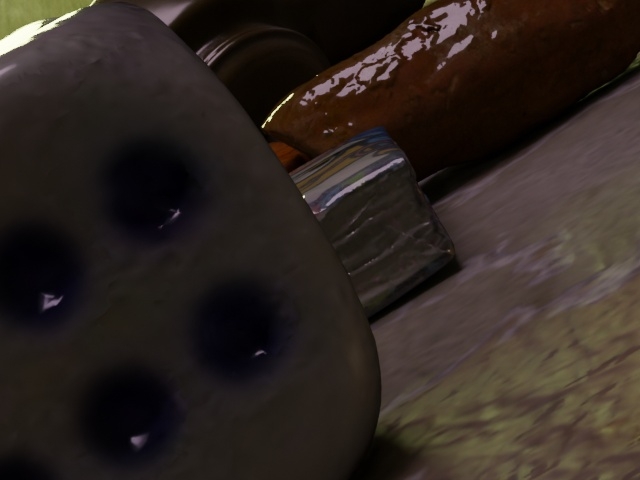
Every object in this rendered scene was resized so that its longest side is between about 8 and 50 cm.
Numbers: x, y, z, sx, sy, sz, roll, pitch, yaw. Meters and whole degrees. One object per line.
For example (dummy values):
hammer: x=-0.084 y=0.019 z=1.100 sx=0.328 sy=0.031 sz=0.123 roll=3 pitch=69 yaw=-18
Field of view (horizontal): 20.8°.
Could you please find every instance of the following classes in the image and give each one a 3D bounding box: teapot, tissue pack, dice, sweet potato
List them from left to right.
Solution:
dice: x=-0.106 y=0.039 z=0.634 sx=0.193 sy=0.194 sz=0.192 roll=-33 pitch=11 yaw=-16
teapot: x=-0.075 y=-0.083 z=1.240 sx=0.175 sy=0.185 sz=0.267 roll=29 pitch=90 yaw=46
tissue pack: x=0.000 y=0.000 z=0.864 sx=0.115 sy=0.065 sz=0.155 roll=-31 pitch=11 yaw=3
sweet potato: x=0.090 y=-0.093 z=0.990 sx=0.252 sy=0.097 sz=0.097 roll=-23 pitch=10 yaw=2

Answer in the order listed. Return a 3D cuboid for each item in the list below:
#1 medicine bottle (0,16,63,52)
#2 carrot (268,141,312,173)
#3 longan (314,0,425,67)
medicine bottle: x=-0.236 y=-0.094 z=1.591 sx=0.208 sy=0.208 sz=0.339 roll=-29 pitch=12 yaw=16
carrot: x=-0.133 y=0.026 z=1.055 sx=0.307 sy=0.100 sz=0.258 roll=-29 pitch=14 yaw=-3
longan: x=-0.063 y=-0.316 z=1.844 sx=0.404 sy=0.336 sz=0.404 roll=4 pitch=16 yaw=-1
